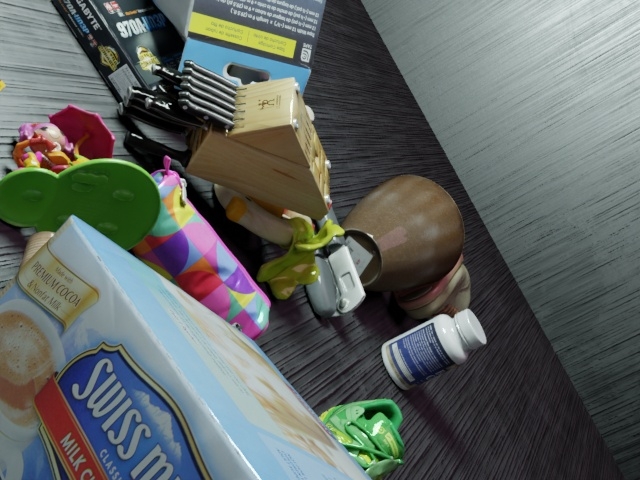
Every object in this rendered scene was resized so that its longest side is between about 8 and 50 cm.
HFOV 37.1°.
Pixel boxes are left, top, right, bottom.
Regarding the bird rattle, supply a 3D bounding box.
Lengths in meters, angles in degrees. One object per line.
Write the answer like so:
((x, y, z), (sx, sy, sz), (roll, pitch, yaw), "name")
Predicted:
((-0.064, -0.052, 1.435), (0.207, 0.143, 0.253), (29, 29, -28), "bird rattle")

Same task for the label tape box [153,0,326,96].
((-0.110, -0.381, 1.396), (0.249, 0.347, 0.115), (4, 14, -46), "label tape box")

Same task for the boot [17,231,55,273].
((-0.223, 0.101, 0.904), (0.197, 0.073, 0.152), (43, 33, -44), "boot")

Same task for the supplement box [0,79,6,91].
((-0.364, -0.166, 0.950), (0.083, 0.043, 0.055), (51, 23, -24), "supplement box")

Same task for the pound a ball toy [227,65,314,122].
((-0.082, -0.230, 1.616), (0.208, 0.136, 0.319), (53, 21, -21), "pound a ball toy")

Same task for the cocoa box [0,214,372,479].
((-0.104, 0.190, 0.625), (0.231, 0.228, 0.347), (41, 1, -43), "cocoa box")

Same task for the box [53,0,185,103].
((-0.268, -0.290, 1.359), (0.175, 0.051, 0.220), (58, 20, -8), "box")

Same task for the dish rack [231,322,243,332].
((-0.110, 0.200, 0.987), (0.271, 0.074, 0.208), (-35, 107, -75), "dish rack")

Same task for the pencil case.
((-0.151, 0.024, 1.121), (0.236, 0.104, 0.104), (57, 19, -18), "pencil case")

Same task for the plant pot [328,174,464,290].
((0.115, 0.007, 1.718), (0.230, 0.215, 0.215), (-23, 84, -56), "plant pot")

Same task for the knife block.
((-0.131, -0.127, 1.292), (0.275, 0.242, 0.088), (65, 22, -51), "knife block")

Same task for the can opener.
((0.000, 0.000, 1.584), (0.093, 0.074, 0.280), (34, 32, -52), "can opener")

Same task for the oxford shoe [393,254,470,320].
((0.257, 0.113, 1.984), (0.146, 0.140, 0.397), (67, 21, -3), "oxford shoe")

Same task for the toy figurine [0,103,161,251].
((-0.272, -0.081, 1.012), (0.173, 0.130, 0.159), (10, 34, -35), "toy figurine")

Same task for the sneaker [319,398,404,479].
((0.037, 0.271, 1.213), (0.109, 0.123, 0.295), (58, 20, -7), "sneaker")

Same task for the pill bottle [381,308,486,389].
((0.200, 0.188, 1.674), (0.094, 0.169, 0.094), (49, 22, -28), "pill bottle")
